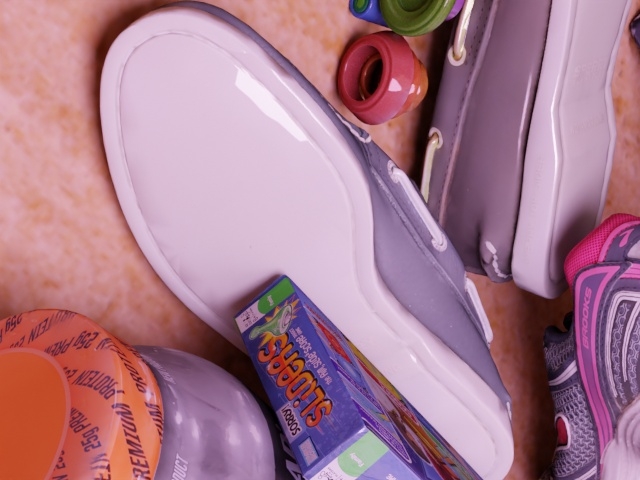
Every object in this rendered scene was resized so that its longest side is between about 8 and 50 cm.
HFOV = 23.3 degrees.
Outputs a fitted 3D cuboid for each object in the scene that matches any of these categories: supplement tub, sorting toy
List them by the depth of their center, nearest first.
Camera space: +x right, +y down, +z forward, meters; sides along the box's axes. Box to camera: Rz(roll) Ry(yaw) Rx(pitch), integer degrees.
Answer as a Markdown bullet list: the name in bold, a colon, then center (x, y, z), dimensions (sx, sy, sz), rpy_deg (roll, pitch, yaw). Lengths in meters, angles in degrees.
- **supplement tub**: center (-0.053, 0.177, 0.708), dimensions (0.193, 0.194, 0.316), rpy_deg (-54, 130, -12)
- **sorting toy**: center (0.046, -0.106, 0.786), dimensions (0.042, 0.061, 0.102), rpy_deg (9, 121, -41)

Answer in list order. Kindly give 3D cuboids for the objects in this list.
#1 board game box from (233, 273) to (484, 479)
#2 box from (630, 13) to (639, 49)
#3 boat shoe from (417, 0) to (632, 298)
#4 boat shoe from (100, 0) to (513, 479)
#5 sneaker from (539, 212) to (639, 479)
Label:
- **board game box**: center (0.047, 0.117, 0.717), dimensions (0.035, 0.136, 0.201), rpy_deg (-40, 119, 5)
- **box**: center (0.510, 0.003, 0.886), dimensions (0.472, 0.479, 0.297), rpy_deg (4, 145, -40)
- **boat shoe**: center (0.110, -0.125, 0.803), dimensions (0.109, 0.091, 0.305), rpy_deg (-16, 118, -57)
- **boat shoe**: center (0.000, 0.000, 0.781), dimensions (0.319, 0.116, 0.099), rpy_deg (53, 27, -29)
- **sneaker**: center (0.172, 0.083, 0.863), dimensions (0.121, 0.112, 0.299), rpy_deg (-42, 162, -25)
